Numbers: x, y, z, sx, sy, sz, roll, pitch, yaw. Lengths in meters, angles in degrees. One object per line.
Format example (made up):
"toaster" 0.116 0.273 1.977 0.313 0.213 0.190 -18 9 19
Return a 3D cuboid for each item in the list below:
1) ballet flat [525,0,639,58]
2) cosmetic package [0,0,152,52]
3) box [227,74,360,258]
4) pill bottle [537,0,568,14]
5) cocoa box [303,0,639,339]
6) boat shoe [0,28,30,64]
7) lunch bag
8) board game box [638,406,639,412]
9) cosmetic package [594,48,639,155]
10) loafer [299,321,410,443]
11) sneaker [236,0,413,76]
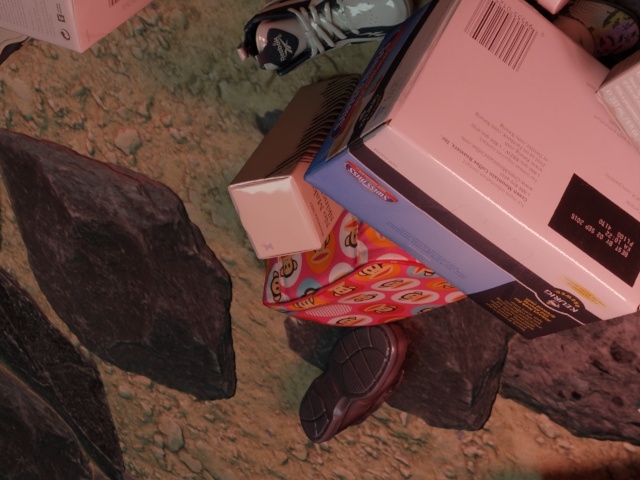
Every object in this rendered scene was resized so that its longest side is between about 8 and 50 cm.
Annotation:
"ballet flat" 0.249 -0.241 1.749 0.221 0.079 0.077 19 137 29
"cosmetic package" -0.413 -0.409 2.099 0.385 0.217 0.156 20 135 26
"box" -0.013 -0.097 1.948 0.094 0.275 0.113 -9 119 26
"pill bottle" 0.204 -0.336 1.682 0.193 0.108 0.108 39 141 9
"cocoa box" 0.204 -0.085 1.716 0.347 0.231 0.228 35 156 -13
"boat shoe" -0.468 -0.331 2.323 0.095 0.079 0.254 45 144 -3
"lunch bag" 0.091 0.037 2.042 0.293 0.258 0.120 -23 62 47
"board game box" 0.476 0.245 2.018 0.090 0.020 0.090 -21 109 50
"cosmetic package" 0.418 -0.177 1.569 0.238 0.107 0.127 -34 96 30
"loafer" 0.065 0.205 2.323 0.302 0.095 0.109 -53 53 47
"sneaker" -0.008 -0.259 1.907 0.235 0.153 0.094 6 128 39
